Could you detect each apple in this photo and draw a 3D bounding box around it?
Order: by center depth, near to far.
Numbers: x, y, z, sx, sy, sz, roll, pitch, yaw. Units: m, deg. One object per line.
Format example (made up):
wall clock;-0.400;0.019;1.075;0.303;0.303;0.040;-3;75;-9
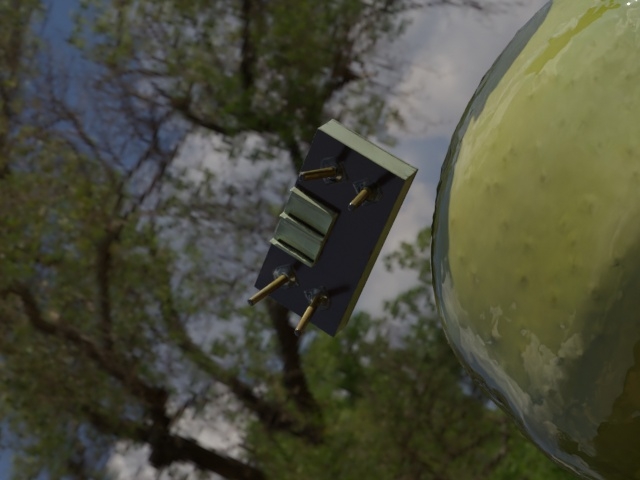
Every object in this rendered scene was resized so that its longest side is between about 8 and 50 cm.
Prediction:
apple;0.242;-0.019;0.823;0.311;0.320;0.360;-80;9;-65

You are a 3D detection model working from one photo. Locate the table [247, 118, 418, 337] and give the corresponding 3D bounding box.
table;0.000;0.000;1.529;0.111;0.122;0.240;-39;-24;-55
